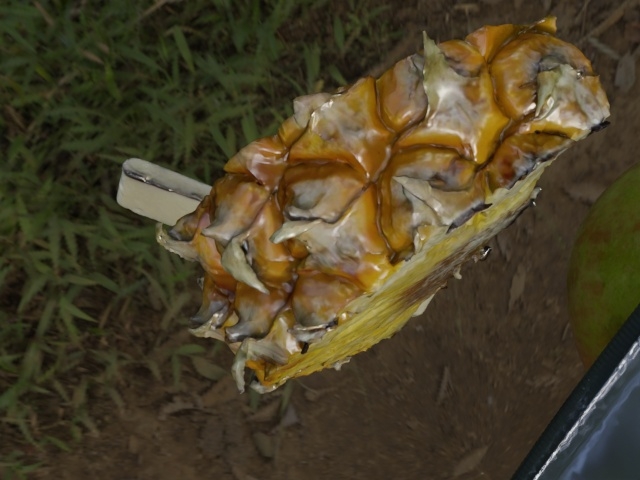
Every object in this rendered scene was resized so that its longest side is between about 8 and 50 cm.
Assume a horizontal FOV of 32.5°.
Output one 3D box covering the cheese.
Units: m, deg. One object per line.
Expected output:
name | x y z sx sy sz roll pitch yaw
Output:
cheese | -0.053 -0.001 1.315 0.400 0.085 0.034 21 54 -1

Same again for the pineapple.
pineapple | 0.001 0.001 0.429 0.135 0.233 0.079 -29 79 -28

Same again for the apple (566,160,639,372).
apple | 0.306 0.038 0.777 0.246 0.226 0.246 3 79 -17

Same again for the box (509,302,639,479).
box | 0.196 0.111 0.560 0.144 0.090 0.201 42 110 27
